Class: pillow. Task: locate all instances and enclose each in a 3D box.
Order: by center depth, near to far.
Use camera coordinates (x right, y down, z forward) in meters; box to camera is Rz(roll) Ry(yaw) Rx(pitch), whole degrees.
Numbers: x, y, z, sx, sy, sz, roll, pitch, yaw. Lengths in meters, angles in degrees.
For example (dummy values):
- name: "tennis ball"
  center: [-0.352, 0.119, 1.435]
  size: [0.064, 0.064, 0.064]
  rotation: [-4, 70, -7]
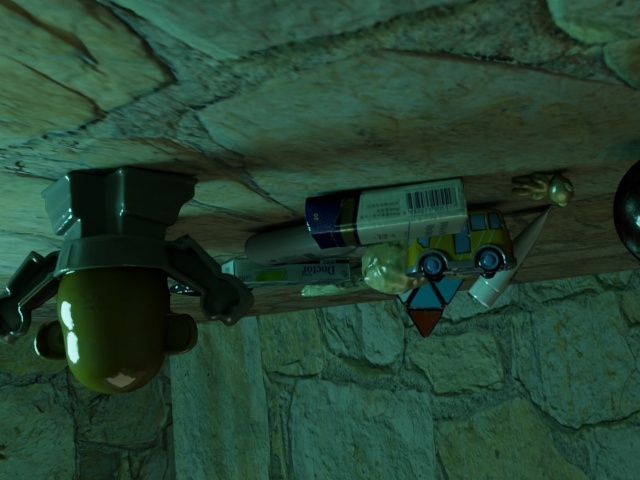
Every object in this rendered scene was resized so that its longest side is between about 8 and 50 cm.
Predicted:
- name: "pillow"
  center: [0.109, 0.118, 2.177]
  size: [0.280, 0.076, 0.274]
  rotation: [-8, 175, -20]

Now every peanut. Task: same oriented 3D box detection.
- name: "peanut"
  center: [0.241, 0.028, 1.533]
  size: [0.313, 0.149, 0.149]
  rotation: [-7, 171, -7]

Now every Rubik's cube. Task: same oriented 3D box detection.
- name: "Rubik's cube"
  center: [0.295, 0.075, 1.690]
  size: [0.234, 0.250, 0.284]
  rotation: [-26, 155, 33]

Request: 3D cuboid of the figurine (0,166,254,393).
- name: "figurine"
  center: [-0.271, 0.057, 0.959]
  size: [0.342, 0.285, 0.167]
  rotation: [-11, 167, 23]

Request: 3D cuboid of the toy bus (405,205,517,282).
- name: "toy bus"
  center: [0.263, 0.007, 1.387]
  size: [0.209, 0.136, 0.126]
  rotation: [-6, 171, 11]

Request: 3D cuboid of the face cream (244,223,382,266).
- name: "face cream"
  center: [0.000, 0.000, 1.405]
  size: [0.291, 0.071, 0.144]
  rotation: [-10, 171, 31]

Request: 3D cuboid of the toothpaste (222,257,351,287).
- name: "toothpaste"
  center: [-0.085, 0.084, 1.881]
  size: [0.336, 0.067, 0.081]
  rotation: [0, 169, -29]

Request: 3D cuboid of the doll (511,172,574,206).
- name: "doll"
  center: [0.359, -0.083, 1.170]
  size: [0.093, 0.051, 0.062]
  rotation: [-9, 142, 7]

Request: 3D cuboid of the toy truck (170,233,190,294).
- name: "toy truck"
  center: [-0.371, 0.076, 1.345]
  size: [0.178, 0.177, 0.363]
  rotation: [-26, -179, -33]

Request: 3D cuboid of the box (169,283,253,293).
- name: "box"
  center: [-0.328, 0.144, 2.185]
  size: [0.212, 0.042, 0.201]
  rotation: [-7, 171, 16]

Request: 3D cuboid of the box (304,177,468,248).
- name: "box"
  center: [0.110, -0.041, 1.219]
  size: [0.259, 0.071, 0.168]
  rotation: [-5, 170, 5]

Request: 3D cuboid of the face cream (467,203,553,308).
- name: "face cream"
  center: [0.397, 0.031, 1.485]
  size: [0.058, 0.244, 0.092]
  rotation: [39, -176, 15]

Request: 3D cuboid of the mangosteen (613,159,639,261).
- name: "mangosteen"
  center: [0.538, -0.051, 1.021]
  size: [0.216, 0.216, 0.216]
  rotation: [-5, 171, -1]
